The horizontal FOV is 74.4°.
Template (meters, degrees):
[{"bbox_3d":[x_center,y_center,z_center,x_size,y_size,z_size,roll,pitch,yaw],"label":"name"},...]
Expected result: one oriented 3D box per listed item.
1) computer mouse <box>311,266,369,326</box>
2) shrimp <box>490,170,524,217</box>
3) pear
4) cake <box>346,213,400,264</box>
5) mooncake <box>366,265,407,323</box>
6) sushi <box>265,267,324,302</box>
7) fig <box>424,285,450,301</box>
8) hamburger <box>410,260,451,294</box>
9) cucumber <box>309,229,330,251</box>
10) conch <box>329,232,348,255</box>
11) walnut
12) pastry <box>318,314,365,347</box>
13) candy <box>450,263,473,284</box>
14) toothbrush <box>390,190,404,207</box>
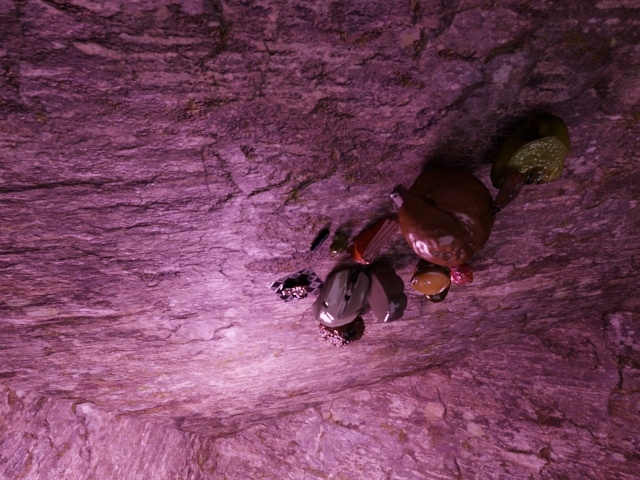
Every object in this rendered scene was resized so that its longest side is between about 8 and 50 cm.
[{"bbox_3d":[0.101,0.308,2.084,0.229,0.145,0.428,9,130,-16],"label":"computer mouse"},{"bbox_3d":[0.655,-0.156,1.477,0.101,0.042,0.190,37,87,-35],"label":"shrimp"},{"bbox_3d":[0.735,-0.327,1.502,0.239,0.163,0.255,-8,139,8],"label":"pear"},{"bbox_3d":[0.241,-0.004,1.796,0.098,0.135,0.287,35,114,-30],"label":"cake"},{"bbox_3d":[0.318,0.256,2.036,0.135,0.274,0.274,-11,144,-15],"label":"mooncake"},{"bbox_3d":[-0.110,0.239,2.035,0.232,0.047,0.219,-23,143,10],"label":"sushi"},{"bbox_3d":[0.649,0.265,2.277,0.185,0.126,0.133,-25,129,19],"label":"fig"},{"bbox_3d":[0.551,0.172,2.097,0.190,0.122,0.215,12,140,1],"label":"hamburger"},{"bbox_3d":[0.000,0.000,1.772,0.032,0.032,0.133,11,137,-31],"label":"cucumber"},{"bbox_3d":[0.081,0.018,1.812,0.089,0.074,0.121,-26,131,-30],"label":"conch"},{"bbox_3d":[0.478,-0.086,1.594,0.354,0.308,0.398,-46,135,7],"label":"walnut"},{"bbox_3d":[0.120,0.507,2.349,0.275,0.192,0.274,-11,144,-8],"label":"pastry"},{"bbox_3d":[0.654,0.107,2.106,0.124,0.124,0.365,-32,132,22],"label":"candy"},{"bbox_3d":[0.394,-0.096,1.788,0.042,0.040,0.418,-29,137,20],"label":"toothbrush"}]
